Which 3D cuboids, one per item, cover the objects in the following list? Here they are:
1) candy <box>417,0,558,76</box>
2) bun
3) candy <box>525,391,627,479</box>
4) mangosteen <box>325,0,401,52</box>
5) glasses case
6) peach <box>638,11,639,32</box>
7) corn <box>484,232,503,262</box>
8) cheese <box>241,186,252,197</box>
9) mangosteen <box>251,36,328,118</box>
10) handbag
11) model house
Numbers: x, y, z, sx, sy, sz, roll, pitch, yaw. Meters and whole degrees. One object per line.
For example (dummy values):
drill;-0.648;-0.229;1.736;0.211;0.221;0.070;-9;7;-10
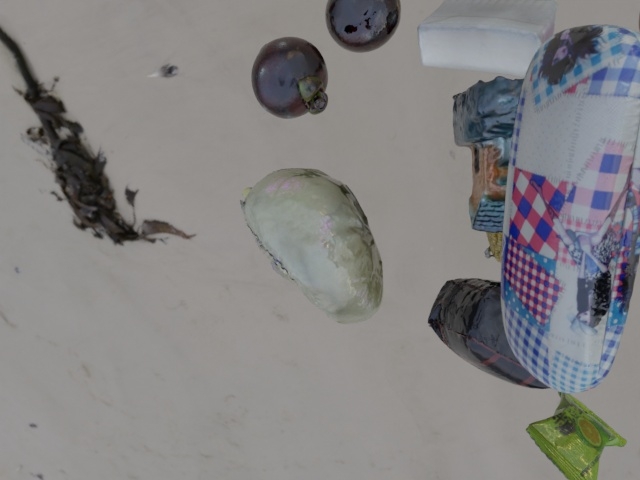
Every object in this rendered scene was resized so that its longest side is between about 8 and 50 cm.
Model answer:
candy;0.474;-0.582;1.501;0.358;0.208;0.145;18;142;30
bun;0.001;0.001;0.821;0.168;0.273;0.273;-38;105;-2
candy;0.470;0.353;0.957;0.149;0.246;0.069;46;127;25
mangosteen;0.112;-0.694;1.525;0.231;0.232;0.289;3;149;24
glasses case;0.224;-0.019;0.479;0.076;0.125;0.328;-5;108;-15
peach;0.983;-0.592;1.387;0.248;0.275;0.246;26;147;30
corn;0.353;-0.052;0.989;0.106;0.107;0.293;1;143;25
cheese;-0.222;-0.128;1.678;0.044;0.030;0.084;-22;87;5
mangosteen;-0.074;-0.422;1.380;0.215;0.216;0.216;13;127;18
handbag;0.310;0.155;0.918;0.215;0.155;0.169;29;171;-14
model house;0.317;-0.072;0.718;0.252;0.184;0.292;0;99;3
